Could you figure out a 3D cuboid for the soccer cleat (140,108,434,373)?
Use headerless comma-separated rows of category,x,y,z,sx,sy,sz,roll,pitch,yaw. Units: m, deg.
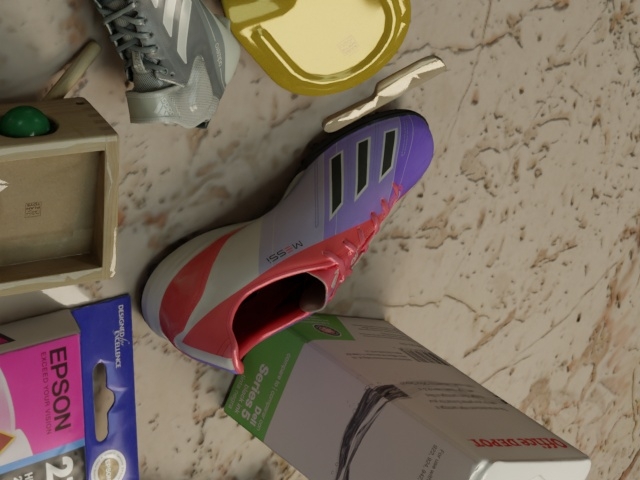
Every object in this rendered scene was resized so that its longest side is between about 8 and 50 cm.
soccer cleat,0.000,0.000,1.111,0.318,0.116,0.109,-36,138,-25

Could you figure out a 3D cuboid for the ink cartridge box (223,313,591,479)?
ink cartridge box,0.079,0.178,1.196,0.198,0.273,0.115,10,108,-50

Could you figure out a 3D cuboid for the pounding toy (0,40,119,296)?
pounding toy,-0.198,-0.051,0.892,0.130,0.100,0.141,-9,121,-27

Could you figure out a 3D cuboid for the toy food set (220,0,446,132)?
toy food set,-0.002,-0.187,1.029,0.128,0.071,0.218,-33,140,8

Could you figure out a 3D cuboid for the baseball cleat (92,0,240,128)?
baseball cleat,-0.119,-0.143,0.899,0.206,0.072,0.109,38,61,-52

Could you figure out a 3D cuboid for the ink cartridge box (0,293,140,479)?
ink cartridge box,-0.271,0.164,0.946,0.371,0.069,0.176,-15,111,-44
